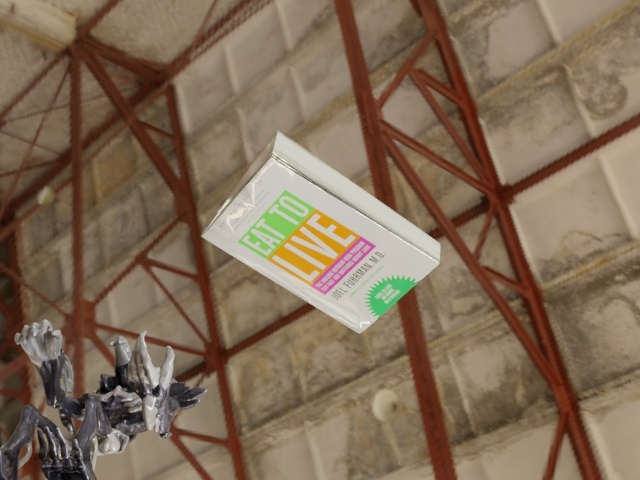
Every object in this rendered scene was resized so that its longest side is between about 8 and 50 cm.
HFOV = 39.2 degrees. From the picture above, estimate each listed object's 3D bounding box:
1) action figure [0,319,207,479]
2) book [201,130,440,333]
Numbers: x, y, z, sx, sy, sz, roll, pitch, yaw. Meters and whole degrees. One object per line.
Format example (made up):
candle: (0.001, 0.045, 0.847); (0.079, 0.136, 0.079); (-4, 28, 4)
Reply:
action figure: (-0.210, 0.145, 0.852); (0.164, 0.275, 0.140); (-3, -78, 11)
book: (0.000, 0.000, 0.647); (0.096, 0.144, 0.035); (-47, -160, 33)
